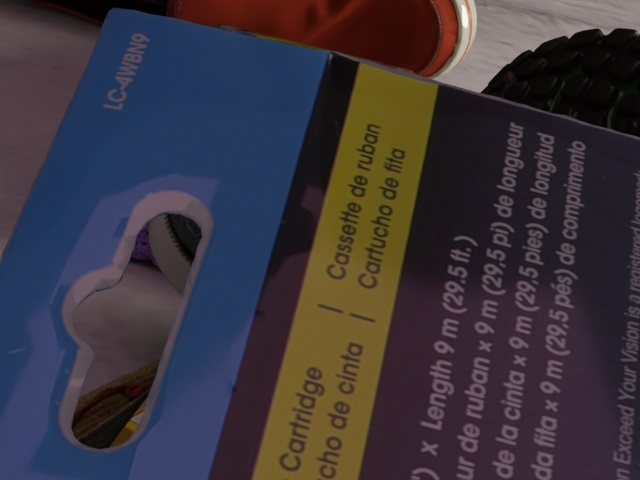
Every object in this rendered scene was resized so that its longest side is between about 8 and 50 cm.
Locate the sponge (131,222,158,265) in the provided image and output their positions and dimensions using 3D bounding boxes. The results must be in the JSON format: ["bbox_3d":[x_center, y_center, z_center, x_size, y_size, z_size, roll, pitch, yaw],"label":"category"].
[{"bbox_3d":[0.000,0.000,0.833,0.210,0.031,0.117,18,23,3],"label":"sponge"}]

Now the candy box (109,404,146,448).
[{"bbox_3d":[0.030,0.105,0.621,0.206,0.027,0.105,27,23,22],"label":"candy box"}]

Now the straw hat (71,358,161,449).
[{"bbox_3d":[-0.089,0.097,0.513,0.061,0.144,0.144,60,27,-5],"label":"straw hat"}]

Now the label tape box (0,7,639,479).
[{"bbox_3d":[0.070,0.088,0.478,0.348,0.115,0.249,14,47,0],"label":"label tape box"}]

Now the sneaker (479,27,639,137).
[{"bbox_3d":[0.225,-0.013,0.931,0.344,0.134,0.146,20,-19,31],"label":"sneaker"}]

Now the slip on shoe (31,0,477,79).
[{"bbox_3d":[-0.063,-0.165,1.076,0.331,0.123,0.101,17,41,6],"label":"slip on shoe"}]

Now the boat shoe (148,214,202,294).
[{"bbox_3d":[0.090,0.017,0.713,0.319,0.099,0.116,19,42,-12],"label":"boat shoe"}]

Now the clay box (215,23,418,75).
[{"bbox_3d":[0.000,-0.079,0.947,0.127,0.053,0.222,13,10,-8],"label":"clay box"}]
